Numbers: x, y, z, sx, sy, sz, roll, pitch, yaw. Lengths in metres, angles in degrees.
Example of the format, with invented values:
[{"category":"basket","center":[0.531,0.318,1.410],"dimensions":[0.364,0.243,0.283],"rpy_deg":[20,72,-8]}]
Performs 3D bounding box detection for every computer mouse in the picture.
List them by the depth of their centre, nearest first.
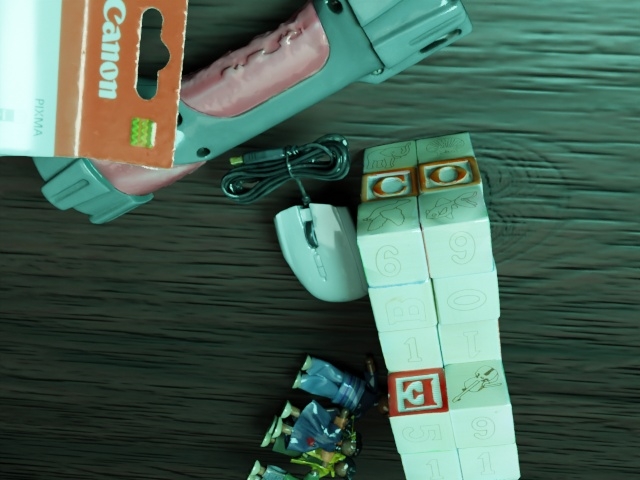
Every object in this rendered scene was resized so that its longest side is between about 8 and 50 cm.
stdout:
[{"category":"computer mouse","center":[0.000,0.000,0.519],"dimensions":[0.106,0.042,0.193],"rpy_deg":[-10,137,19]}]

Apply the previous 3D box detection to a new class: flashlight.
[{"category":"flashlight","center":[-0.060,-0.116,0.436],"dimensions":[0.304,0.103,0.103],"rpy_deg":[-26,90,19]}]

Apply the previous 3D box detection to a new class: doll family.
[{"category":"doll family","center":[0.005,0.203,0.662],"dimensions":[0.111,0.076,0.193],"rpy_deg":[25,117,-3]}]

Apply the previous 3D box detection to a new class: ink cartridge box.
[{"category":"ink cartridge box","center":[-0.173,-0.118,0.372],"dimensions":[0.180,0.045,0.145],"rpy_deg":[8,103,-2]}]

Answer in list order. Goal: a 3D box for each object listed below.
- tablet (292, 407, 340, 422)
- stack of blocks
[{"category":"tablet","center":[0.003,0.219,0.721],"dimensions":[0.054,0.006,0.083],"rpy_deg":[-9,123,12]},{"category":"stack of blocks","center":[0.099,0.087,0.519],"dimensions":[0.087,0.171,0.297],"rpy_deg":[-8,124,10]}]
